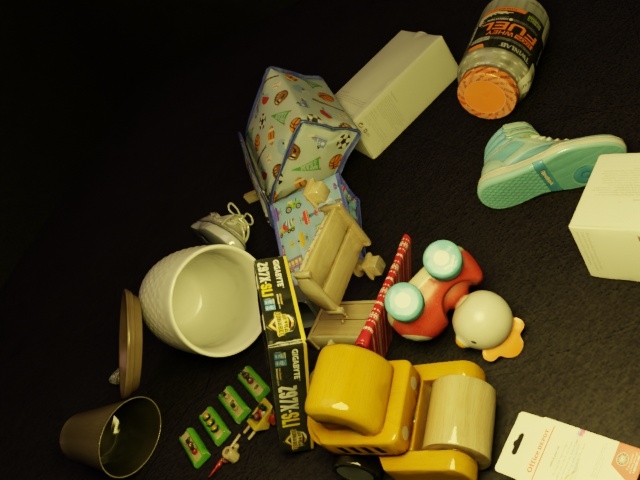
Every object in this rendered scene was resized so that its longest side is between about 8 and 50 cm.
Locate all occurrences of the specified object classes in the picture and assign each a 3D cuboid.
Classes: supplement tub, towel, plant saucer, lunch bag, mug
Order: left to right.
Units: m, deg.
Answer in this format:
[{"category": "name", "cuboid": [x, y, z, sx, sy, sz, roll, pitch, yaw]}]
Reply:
[{"category": "plant saucer", "cuboid": [-0.487, 0.262, 1.615, 0.278, 0.041, 0.278, -179, 90, -68]}, {"category": "mug", "cuboid": [-0.295, 0.138, 1.689, 0.374, 0.276, 0.328, -26, 11, -34]}, {"category": "lunch bag", "cuboid": [-0.099, -0.258, 1.857, 0.385, 0.238, 0.328, -63, 35, 34]}, {"category": "lunch bag", "cuboid": [0.000, 0.000, 1.667, 0.221, 0.138, 0.293, -24, 47, 18]}, {"category": "towel", "cuboid": [0.135, 0.148, 1.308, 0.031, 0.199, 0.275, 15, 56, 19]}, {"category": "supplement tub", "cuboid": [0.480, -0.484, 1.671, 0.193, 0.193, 0.316, -3, 50, 41]}]

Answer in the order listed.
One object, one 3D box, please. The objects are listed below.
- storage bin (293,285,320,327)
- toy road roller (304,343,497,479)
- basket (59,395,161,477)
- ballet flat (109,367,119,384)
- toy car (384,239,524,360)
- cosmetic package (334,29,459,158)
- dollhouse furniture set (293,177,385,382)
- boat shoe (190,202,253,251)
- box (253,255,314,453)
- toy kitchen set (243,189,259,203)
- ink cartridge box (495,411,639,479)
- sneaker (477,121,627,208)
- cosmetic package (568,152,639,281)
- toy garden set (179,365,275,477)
[{"category": "storage bin", "cuboid": [-0.061, 0.155, 1.575, 0.135, 0.098, 0.091, -15, 32, 32]}, {"category": "toy road roller", "cuboid": [0.121, 0.296, 1.114, 0.329, 0.240, 0.203, -13, 44, 34]}, {"category": "basket", "cuboid": [-0.546, 0.499, 1.600, 0.226, 0.154, 0.204, -16, 33, 37]}, {"category": "ballet flat", "cuboid": [-0.574, 0.375, 1.860, 0.041, 0.041, 0.114, 2, 53, 44]}, {"category": "toy car", "cuboid": [0.273, 0.151, 1.217, 0.210, 0.219, 0.238, -47, 66, 0]}, {"category": "cosmetic package", "cuboid": [0.210, -0.454, 1.927, 0.385, 0.156, 0.217, -43, 35, -5]}, {"category": "dollhouse furniture set", "cuboid": [-0.023, 0.104, 1.352, 0.173, 0.355, 0.303, -8, 44, 39]}, {"category": "boat shoe", "cuboid": [-0.279, -0.039, 1.949, 0.156, 0.136, 0.367, -42, 20, -14]}, {"category": "box", "cuboid": [-0.076, 0.236, 1.302, 0.079, 0.322, 0.257, -7, 36, -6]}, {"category": "toy kitchen set", "cuboid": [-0.220, -0.184, 2.104, 0.075, 0.068, 0.083, -19, 40, 28]}, {"category": "ink cartridge box", "cuboid": [0.383, 0.350, 0.964, 0.198, 0.067, 0.115, 10, 59, 46]}, {"category": "sneaker", "cuboid": [0.502, -0.209, 1.411, 0.319, 0.127, 0.208, -16, 43, 30]}, {"category": "cosmetic package", "cuboid": [0.570, -0.042, 1.142, 0.151, 0.151, 0.184, 6, 54, 46]}, {"category": "toy garden set", "cuboid": [-0.213, 0.421, 1.456, 0.244, 0.049, 0.204, -47, 35, -9]}]
